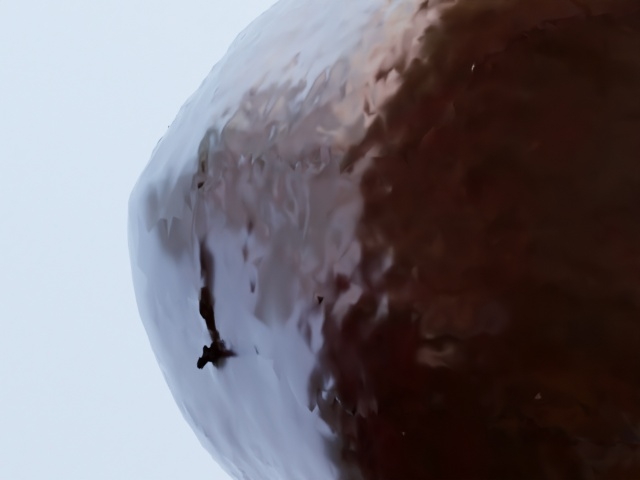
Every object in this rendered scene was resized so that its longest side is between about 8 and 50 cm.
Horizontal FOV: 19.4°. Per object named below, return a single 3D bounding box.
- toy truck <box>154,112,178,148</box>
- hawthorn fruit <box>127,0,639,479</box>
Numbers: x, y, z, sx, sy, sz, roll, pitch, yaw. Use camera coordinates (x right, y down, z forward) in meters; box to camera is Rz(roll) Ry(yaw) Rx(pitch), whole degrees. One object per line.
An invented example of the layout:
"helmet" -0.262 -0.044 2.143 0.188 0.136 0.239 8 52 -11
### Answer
"toy truck" -0.003 0.004 1.349 0.257 0.127 0.127 66 -155 0
"hawthorn fruit" 0.049 0.010 0.547 0.224 0.261 0.224 6 -98 -51
